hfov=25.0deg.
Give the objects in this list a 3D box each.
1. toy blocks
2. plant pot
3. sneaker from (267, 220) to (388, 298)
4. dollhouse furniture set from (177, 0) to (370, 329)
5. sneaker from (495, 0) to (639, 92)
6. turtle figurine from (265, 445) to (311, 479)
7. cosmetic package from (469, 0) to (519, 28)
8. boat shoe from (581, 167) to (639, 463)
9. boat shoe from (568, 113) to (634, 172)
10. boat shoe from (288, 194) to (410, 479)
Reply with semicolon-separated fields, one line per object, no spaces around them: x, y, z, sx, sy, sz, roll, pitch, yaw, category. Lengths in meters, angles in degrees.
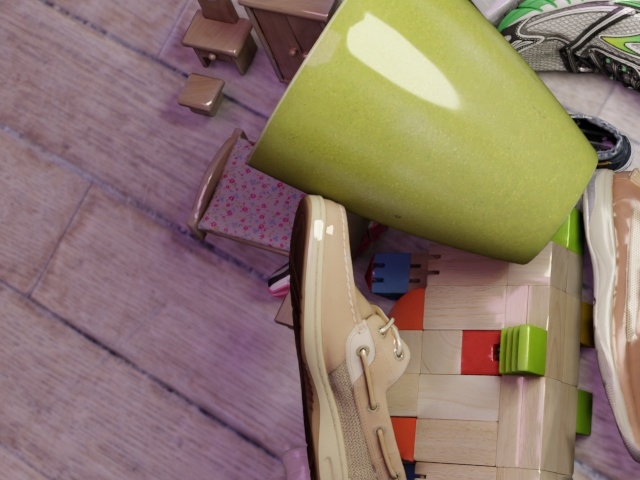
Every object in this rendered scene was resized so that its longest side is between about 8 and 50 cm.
0.143;0.152;1.586;0.261;0.191;0.381;-2;78;31;toy blocks
0.122;-0.111;1.457;0.293;0.275;0.274;33;92;0;plant pot
0.000;0.000;1.711;0.170;0.063;0.075;-38;67;6;sneaker
-0.090;-0.113;1.650;0.303;0.174;0.355;15;67;22;dollhouse furniture set
0.355;-0.210;1.583;0.344;0.134;0.146;1;81;19;sneaker
0.032;0.370;1.580;0.275;0.198;0.266;-15;59;6;turtle figurine
0.259;-0.355;1.664;0.238;0.107;0.127;-35;70;7;cosmetic package
0.353;0.074;1.540;0.116;0.123;0.324;-7;79;16;boat shoe
0.259;-0.121;1.627;0.183;0.083;0.065;11;84;21;boat shoe
0.032;0.111;1.468;0.110;0.121;0.341;-7;113;-4;boat shoe
